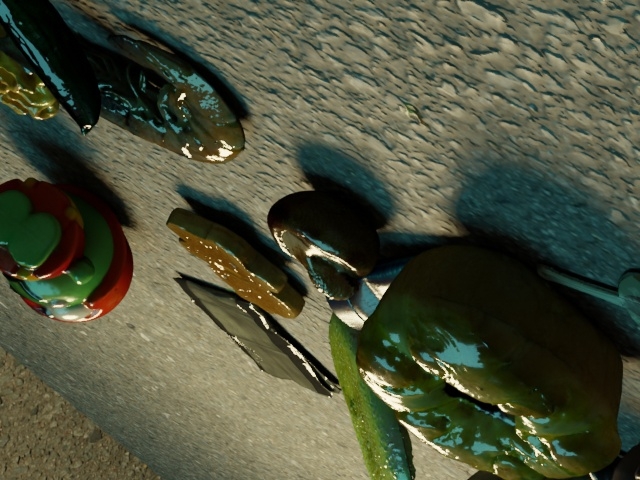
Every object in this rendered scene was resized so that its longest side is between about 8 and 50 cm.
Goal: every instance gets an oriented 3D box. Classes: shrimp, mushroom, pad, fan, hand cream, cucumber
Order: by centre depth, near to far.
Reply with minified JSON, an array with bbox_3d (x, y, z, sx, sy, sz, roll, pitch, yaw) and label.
[{"bbox_3d":[0.278,0.057,1.528,0.226,0.008,0.152,21,161,34],"label":"fan"},{"bbox_3d":[-0.275,-0.216,1.655,0.056,0.056,0.284,15,143,48],"label":"cucumber"},{"bbox_3d":[-0.200,-0.165,1.736,0.296,0.058,0.169,27,154,15],"label":"shrimp"},{"bbox_3d":[0.000,0.000,1.755,0.127,0.087,0.127,26,163,9],"label":"mushroom"},{"bbox_3d":[0.108,0.050,1.773,0.120,0.061,0.270,42,154,-23],"label":"hand cream"},{"bbox_3d":[-0.084,0.132,2.438,0.174,0.022,0.233,17,157,46],"label":"pad"}]

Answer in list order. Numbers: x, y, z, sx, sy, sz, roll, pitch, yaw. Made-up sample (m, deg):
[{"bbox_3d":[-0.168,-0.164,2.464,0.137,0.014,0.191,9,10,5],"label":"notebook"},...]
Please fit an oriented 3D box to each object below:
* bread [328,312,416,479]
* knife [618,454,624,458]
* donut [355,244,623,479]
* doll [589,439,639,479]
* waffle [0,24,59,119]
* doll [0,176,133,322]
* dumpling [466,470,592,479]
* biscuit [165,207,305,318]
[{"bbox_3d":[0.065,0.216,2.041,0.301,0.045,0.301,163,90,-85],"label":"bread"},{"bbox_3d":[0.229,0.207,2.021,0.336,0.043,0.081,25,168,21],"label":"knife"},{"bbox_3d":[0.156,0.117,1.660,0.208,0.128,0.261,-13,132,45],"label":"donut"},{"bbox_3d":[0.370,0.270,1.781,0.182,0.117,0.257,18,159,39],"label":"doll"},{"bbox_3d":[-0.372,-0.207,1.921,0.219,0.057,0.229,40,164,-23],"label":"waffle"},{"bbox_3d":[-0.331,0.018,2.326,0.182,0.160,0.363,30,166,14],"label":"doll"},{"bbox_3d":[0.228,0.344,2.091,0.243,0.318,0.187,141,111,-80],"label":"dumpling"},{"bbox_3d":[-0.091,0.030,2.120,0.166,0.036,0.225,21,163,40],"label":"biscuit"}]
